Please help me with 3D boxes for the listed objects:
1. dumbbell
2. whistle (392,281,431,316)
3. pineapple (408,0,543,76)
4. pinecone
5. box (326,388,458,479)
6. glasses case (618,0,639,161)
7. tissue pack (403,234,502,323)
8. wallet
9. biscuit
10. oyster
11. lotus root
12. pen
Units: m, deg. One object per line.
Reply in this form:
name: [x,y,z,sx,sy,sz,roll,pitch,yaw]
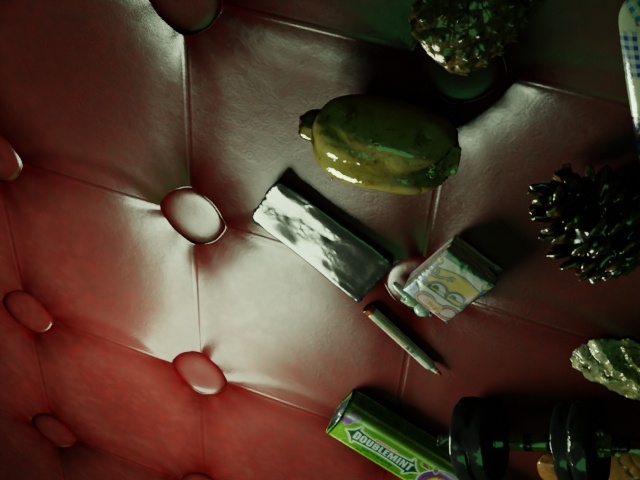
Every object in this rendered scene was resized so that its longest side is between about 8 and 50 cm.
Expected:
dumbbell: [0.415,0.402,1.806,0.388,0.185,0.185,-6,123,30]
whistle: [0.182,0.117,1.792,0.100,0.035,0.035,41,134,-6]
pineapple: [0.283,-0.392,1.257,0.165,0.165,0.364,41,125,-9]
pinecone: [0.435,-0.036,1.442,0.204,0.184,0.179,53,146,15]
box: [0.185,0.471,2.039,0.345,0.097,0.134,32,135,0]
glasses case: [0.513,-0.216,1.316,0.125,0.076,0.327,-1,125,30]
tissue pack: [0.246,0.075,1.702,0.115,0.065,0.155,38,134,-5]
wallet: [0.000,0.000,1.794,0.285,0.030,0.146,37,137,-3]
biscuit: [0.612,0.499,1.880,0.284,0.043,0.306,32,134,-1]
oyster: [0.568,0.252,1.681,0.209,0.072,0.133,25,131,9]
lotus root: [0.094,-0.164,1.530,0.284,0.146,0.160,18,115,17]
pen: [0.173,0.209,1.879,0.218,0.026,0.026,43,133,-11]
